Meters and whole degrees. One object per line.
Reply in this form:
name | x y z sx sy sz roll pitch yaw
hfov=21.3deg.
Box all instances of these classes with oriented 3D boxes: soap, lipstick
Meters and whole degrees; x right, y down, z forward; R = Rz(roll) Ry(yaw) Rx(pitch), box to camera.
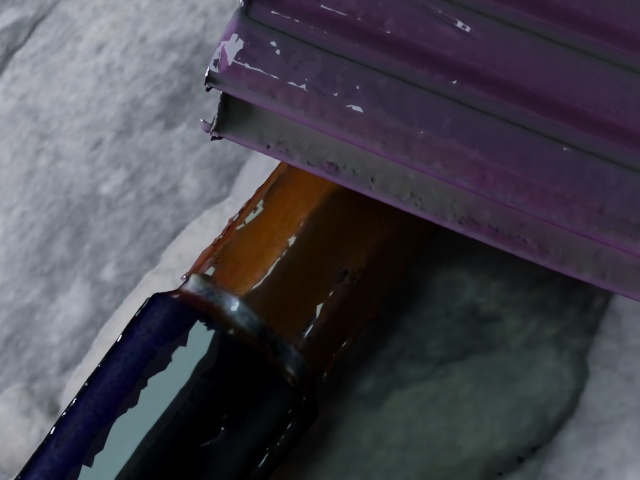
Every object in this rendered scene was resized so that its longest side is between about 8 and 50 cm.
soap | 0.076 -0.058 0.569 0.203 0.065 0.122 22 73 5
lipstick | 0.000 0.000 0.626 0.077 0.077 0.418 28 75 39
